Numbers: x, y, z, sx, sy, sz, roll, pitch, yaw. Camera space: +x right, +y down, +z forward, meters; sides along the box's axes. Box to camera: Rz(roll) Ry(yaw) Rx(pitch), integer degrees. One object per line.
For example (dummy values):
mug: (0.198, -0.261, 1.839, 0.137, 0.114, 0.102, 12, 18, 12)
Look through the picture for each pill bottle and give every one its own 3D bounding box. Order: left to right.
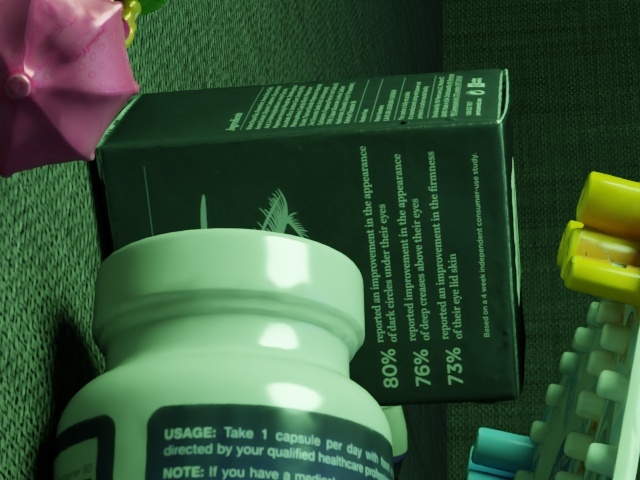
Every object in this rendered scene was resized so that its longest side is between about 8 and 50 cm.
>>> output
pill bottle: (-0.043, 0.139, 0.810, 0.153, 0.153, 0.264, 67, 22, -67)

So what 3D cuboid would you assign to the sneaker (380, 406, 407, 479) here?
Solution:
sneaker: (-0.026, 0.212, 1.059, 0.323, 0.130, 0.236, -18, 113, -85)

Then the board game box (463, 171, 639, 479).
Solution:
board game box: (0.096, 0.214, 0.990, 0.390, 0.050, 0.390, 102, 4, -60)

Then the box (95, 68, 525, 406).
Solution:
box: (0.000, 0.000, 0.965, 0.108, 0.207, 0.153, -71, 157, -69)

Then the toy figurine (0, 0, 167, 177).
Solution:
toy figurine: (-0.106, -0.091, 0.730, 0.173, 0.130, 0.159, 118, -8, -56)
